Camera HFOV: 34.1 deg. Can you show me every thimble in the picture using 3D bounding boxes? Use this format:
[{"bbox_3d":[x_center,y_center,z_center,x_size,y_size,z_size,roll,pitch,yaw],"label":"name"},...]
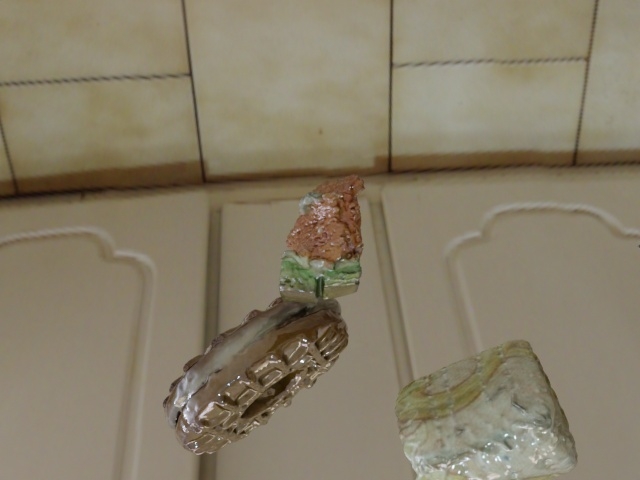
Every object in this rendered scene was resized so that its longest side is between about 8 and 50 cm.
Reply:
[{"bbox_3d":[0.158,0.179,0.987,0.143,0.190,0.137,-24,86,10],"label":"thimble"}]

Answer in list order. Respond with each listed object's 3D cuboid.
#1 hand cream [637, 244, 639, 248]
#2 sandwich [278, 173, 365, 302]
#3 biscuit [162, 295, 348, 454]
[{"bbox_3d":[0.467,-0.031,1.090,0.257,0.050,0.084,-35,90,21],"label":"hand cream"},{"bbox_3d":[0.000,0.002,1.366,0.109,0.185,0.160,0,86,-2],"label":"sandwich"},{"bbox_3d":[-0.095,0.201,1.599,0.332,0.103,0.332,-35,161,-14],"label":"biscuit"}]
